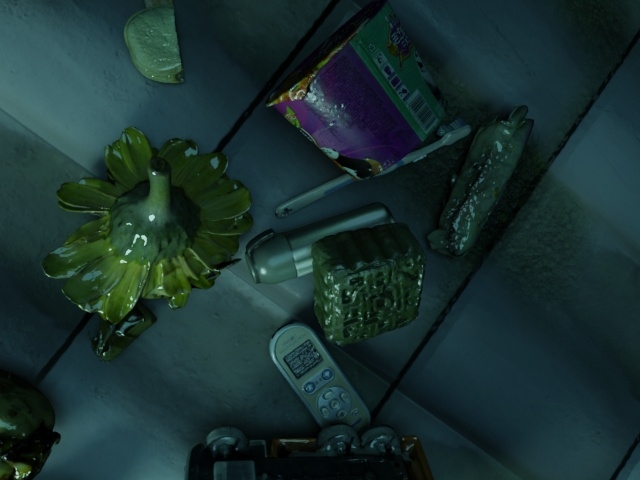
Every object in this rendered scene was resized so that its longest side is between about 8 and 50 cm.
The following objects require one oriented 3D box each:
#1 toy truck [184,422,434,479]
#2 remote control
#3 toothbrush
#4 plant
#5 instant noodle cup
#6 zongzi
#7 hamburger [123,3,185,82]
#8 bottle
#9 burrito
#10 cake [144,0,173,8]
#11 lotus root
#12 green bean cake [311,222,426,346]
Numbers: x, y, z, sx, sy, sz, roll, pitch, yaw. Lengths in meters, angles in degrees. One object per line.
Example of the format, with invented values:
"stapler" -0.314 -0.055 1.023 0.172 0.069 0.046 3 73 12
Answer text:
"toy truck" -0.022 0.426 0.898 0.388 0.173 0.206 4 120 -12
"remote control" -0.001 0.245 0.972 0.087 0.047 0.244 -34 99 -6
"toothbrush" 0.097 -0.123 0.987 0.386 0.040 0.040 -27 97 -11
"plant" -0.220 -0.023 0.842 0.261 0.297 0.305 39 57 -38
"instant noodle cup" 0.067 -0.226 0.885 0.251 0.251 0.190 -46 108 -8
"zongzi" -0.338 0.120 0.893 0.109 0.055 0.119 -44 88 -6
"hamburger" -0.265 -0.312 0.898 0.084 0.054 0.121 -6 90 -8
"bottle" 0.000 0.000 0.945 0.254 0.079 0.095 -19 119 -11
"burrito" 0.291 -0.109 1.018 0.096 0.066 0.309 29 85 -17
"cake" -0.264 -0.423 0.905 0.052 0.065 0.121 -11 116 -12
"lotus root" -0.529 0.244 0.800 0.310 0.173 0.173 29 85 -7
"green bean cake" 0.078 0.074 0.919 0.173 0.094 0.181 -11 128 -17
